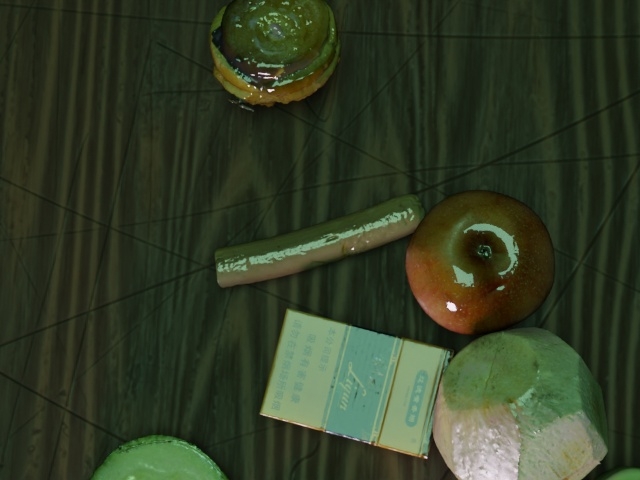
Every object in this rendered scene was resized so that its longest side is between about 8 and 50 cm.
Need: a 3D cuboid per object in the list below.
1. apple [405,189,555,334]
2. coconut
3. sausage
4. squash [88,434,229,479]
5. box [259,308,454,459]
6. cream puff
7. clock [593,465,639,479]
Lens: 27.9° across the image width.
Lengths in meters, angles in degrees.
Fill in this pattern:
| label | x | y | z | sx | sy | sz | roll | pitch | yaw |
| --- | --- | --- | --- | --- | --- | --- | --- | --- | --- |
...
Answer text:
| label | x | y | z | sx | sy | sz | roll | pitch | yaw |
| --- | --- | --- | --- | --- | --- | --- | --- | --- | --- |
| apple | 0.213 | 0.029 | 1.717 | 0.201 | 0.162 | 0.201 | -1 | 83 | 6 |
| coconut | 0.261 | 0.232 | 1.679 | 0.237 | 0.237 | 0.197 | -42 | 40 | -2 |
| sausage | 0.000 | 0.002 | 1.789 | 0.301 | 0.066 | 0.066 | -16 | 82 | 4 |
| squash | -0.219 | 0.381 | 1.751 | 0.220 | 0.133 | 0.220 | 2 | 70 | -6 |
| box | 0.051 | 0.194 | 1.759 | 0.237 | 0.070 | 0.152 | 14 | 84 | 8 |
| cream puff | -0.063 | -0.264 | 1.792 | 0.189 | 0.129 | 0.189 | -2 | 70 | 5 |
| clock | 0.417 | 0.495 | 1.667 | 0.286 | 0.117 | 0.348 | -42 | 83 | -2 |
